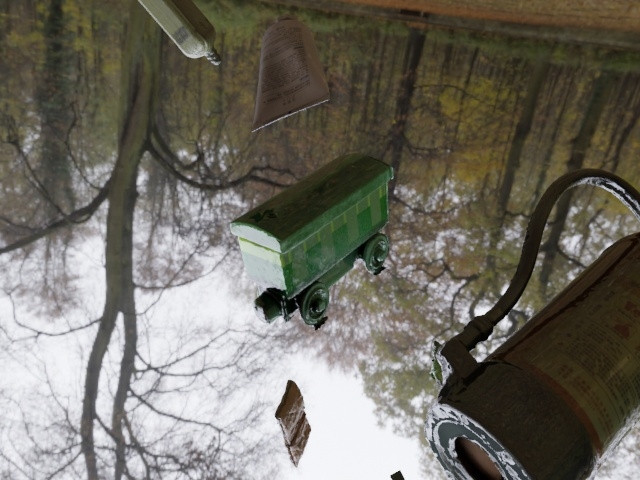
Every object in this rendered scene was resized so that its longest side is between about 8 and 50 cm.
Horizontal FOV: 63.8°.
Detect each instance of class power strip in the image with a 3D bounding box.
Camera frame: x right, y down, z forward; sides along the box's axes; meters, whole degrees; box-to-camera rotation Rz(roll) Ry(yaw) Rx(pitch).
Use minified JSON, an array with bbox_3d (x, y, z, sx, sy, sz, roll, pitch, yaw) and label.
[{"bbox_3d":[-0.334,-0.502,1.004,0.066,0.387,0.092,-27,-151,30],"label":"power strip"}]

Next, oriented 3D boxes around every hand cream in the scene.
[{"bbox_3d":[-0.032,-0.174,0.522,0.084,0.053,0.142,-18,-124,21],"label":"hand cream"}]

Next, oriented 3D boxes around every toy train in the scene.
[{"bbox_3d":[0.000,0.000,0.808,0.120,0.202,0.301,19,-139,37],"label":"toy train"}]

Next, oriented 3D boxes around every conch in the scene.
[{"bbox_3d":[0.287,0.305,1.091,0.095,0.079,0.200,15,-145,-43],"label":"conch"}]

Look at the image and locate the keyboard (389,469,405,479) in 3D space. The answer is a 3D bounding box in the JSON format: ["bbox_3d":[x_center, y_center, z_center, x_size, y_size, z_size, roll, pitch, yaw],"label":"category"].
[{"bbox_3d":[0.233,0.679,1.314,0.055,0.014,0.176,17,-141,-57],"label":"keyboard"}]

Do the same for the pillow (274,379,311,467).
[{"bbox_3d":[-0.068,0.482,1.346,0.043,0.232,0.126,5,-142,22],"label":"pillow"}]

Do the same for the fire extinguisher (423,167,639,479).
[{"bbox_3d":[0.244,0.054,0.447,0.376,0.200,0.113,-28,-170,-27],"label":"fire extinguisher"}]
